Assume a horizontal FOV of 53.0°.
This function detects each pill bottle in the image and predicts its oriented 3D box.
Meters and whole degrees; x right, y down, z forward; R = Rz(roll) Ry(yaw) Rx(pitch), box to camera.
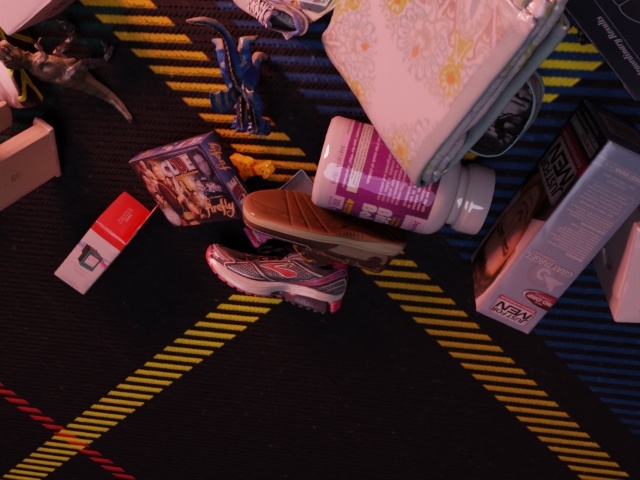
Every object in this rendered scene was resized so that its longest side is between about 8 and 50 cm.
[{"bbox_3d":[0.147,-0.106,1.148,0.301,0.169,0.169,15,123,1],"label":"pill bottle"}]

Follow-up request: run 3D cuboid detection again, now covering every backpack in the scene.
[{"bbox_3d":[0.265,-0.235,1.052,0.188,0.144,0.166,38,122,19],"label":"backpack"}]

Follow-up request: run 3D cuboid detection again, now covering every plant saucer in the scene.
[{"bbox_3d":[-0.004,-0.050,1.283,0.067,0.018,0.192,-43,109,-7],"label":"plant saucer"}]

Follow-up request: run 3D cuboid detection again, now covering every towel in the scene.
[{"bbox_3d":[0.155,-0.301,0.922,0.321,0.090,0.374,62,148,19],"label":"towel"}]

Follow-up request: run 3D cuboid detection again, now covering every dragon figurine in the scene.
[{"bbox_3d":[-0.139,-0.263,1.084,0.085,0.289,0.144,-1,83,8],"label":"dragon figurine"}]

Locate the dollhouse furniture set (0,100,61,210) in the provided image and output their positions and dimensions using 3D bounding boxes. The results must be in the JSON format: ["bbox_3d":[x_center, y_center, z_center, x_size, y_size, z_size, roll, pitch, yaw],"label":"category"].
[{"bbox_3d":[-0.689,-0.232,1.216,0.303,0.198,0.286,36,143,12],"label":"dollhouse furniture set"}]

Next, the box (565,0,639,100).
[{"bbox_3d":[0.506,-0.414,0.788,0.293,0.212,0.395,43,143,-17],"label":"box"}]

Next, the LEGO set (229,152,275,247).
[{"bbox_3d":[-0.128,-0.104,1.236,0.093,0.087,0.227,-3,125,44],"label":"LEGO set"}]

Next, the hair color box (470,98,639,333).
[{"bbox_3d":[0.414,-0.037,1.134,0.113,0.185,0.375,24,122,-6],"label":"hair color box"}]

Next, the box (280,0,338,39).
[{"bbox_3d":[-0.002,-0.434,1.049,0.207,0.036,0.114,-27,113,24],"label":"box"}]

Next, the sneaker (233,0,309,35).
[{"bbox_3d":[-0.083,-0.374,1.043,0.135,0.058,0.052,24,123,-4],"label":"sneaker"}]

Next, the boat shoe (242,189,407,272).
[{"bbox_3d":[0.000,0.000,1.216,0.341,0.123,0.123,10,125,-31],"label":"boat shoe"}]

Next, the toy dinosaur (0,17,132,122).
[{"bbox_3d":[-0.444,-0.321,1.163,0.268,0.064,0.118,21,97,-41],"label":"toy dinosaur"}]

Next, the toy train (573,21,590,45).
[{"bbox_3d":[0.412,-0.387,1.011,0.036,0.027,0.158,-15,118,15],"label":"toy train"}]

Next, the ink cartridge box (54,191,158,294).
[{"bbox_3d":[-0.438,-0.008,1.333,0.078,0.134,0.231,40,119,-14],"label":"ink cartridge box"}]

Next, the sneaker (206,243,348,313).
[{"bbox_3d":[-0.088,0.055,1.329,0.299,0.121,0.112,15,105,-13],"label":"sneaker"}]

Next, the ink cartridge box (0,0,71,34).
[{"bbox_3d":[-0.468,-0.440,1.045,0.127,0.176,0.128,-28,114,21],"label":"ink cartridge box"}]

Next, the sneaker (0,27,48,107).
[{"bbox_3d":[-0.619,-0.408,1.111,0.147,0.145,0.385,-3,120,11],"label":"sneaker"}]

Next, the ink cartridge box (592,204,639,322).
[{"bbox_3d":[0.645,0.015,1.119,0.269,0.198,0.197,1,122,8],"label":"ink cartridge box"}]

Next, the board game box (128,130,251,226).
[{"bbox_3d":[-0.247,-0.110,1.229,0.243,0.042,0.165,-5,124,45],"label":"board game box"}]
